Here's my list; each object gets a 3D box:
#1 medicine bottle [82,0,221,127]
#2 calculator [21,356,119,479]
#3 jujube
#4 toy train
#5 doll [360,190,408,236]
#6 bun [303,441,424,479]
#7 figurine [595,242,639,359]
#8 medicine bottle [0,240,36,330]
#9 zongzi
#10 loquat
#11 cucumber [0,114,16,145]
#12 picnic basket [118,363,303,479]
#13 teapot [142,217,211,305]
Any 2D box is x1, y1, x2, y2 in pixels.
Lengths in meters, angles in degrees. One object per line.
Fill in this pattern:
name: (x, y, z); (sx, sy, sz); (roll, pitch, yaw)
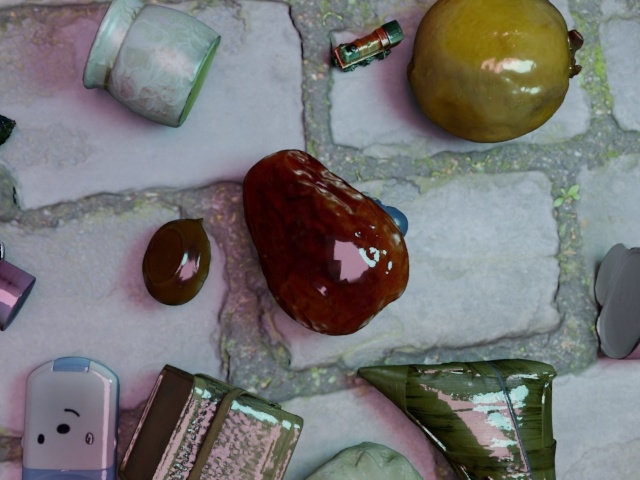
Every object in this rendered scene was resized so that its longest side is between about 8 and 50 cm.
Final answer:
medicine bottle: (-0.221, -0.237, 1.136); (0.143, 0.147, 0.147); (25, 80, -6)
calculator: (-0.320, 0.255, 1.117); (0.121, 0.039, 0.210); (2, 85, 1)
jujube: (0.000, 0.000, 1.156); (0.190, 0.190, 0.255); (-29, 76, -13)
toy train: (0.065, -0.276, 1.245); (0.103, 0.064, 0.044); (-25, 92, -14)
doll: (0.082, -0.022, 1.236); (0.083, 0.050, 0.076); (28, 84, -11)
bun: (0.072, 0.377, 1.128); (0.231, 0.133, 0.231); (11, 69, -31)
figurine: (0.584, 0.037, 1.271); (0.316, 0.206, 0.284); (-2, 96, -17)
medicine bottle: (-0.459, 0.033, 1.085); (0.188, 0.094, 0.119); (30, 81, -8)
zongzi: (0.187, 0.289, 1.192); (0.274, 0.125, 0.250); (0, 78, -10)
loquat: (0.238, -0.250, 1.219); (0.238, 0.193, 0.238); (-2, 69, 5)
cucumber: (-0.506, -0.103, 1.107); (0.245, 0.067, 0.067); (-34, 93, -15)
picnic basket: (-0.140, 0.251, 1.054); (0.139, 0.267, 0.165); (25, 78, -15)
teapot: (-0.185, 0.026, 1.162); (0.098, 0.078, 0.129); (-4, 68, 27)
